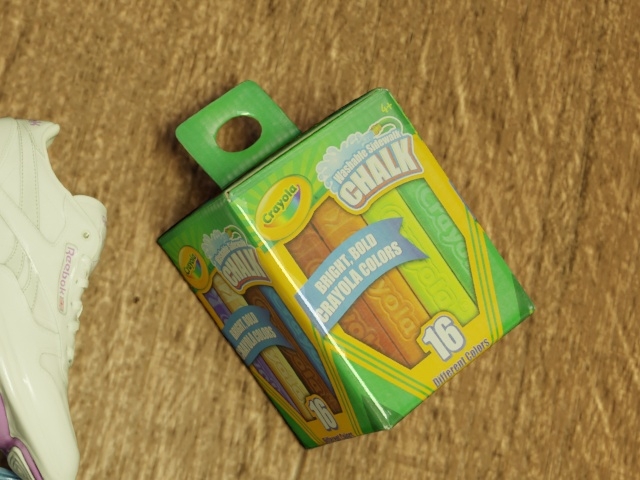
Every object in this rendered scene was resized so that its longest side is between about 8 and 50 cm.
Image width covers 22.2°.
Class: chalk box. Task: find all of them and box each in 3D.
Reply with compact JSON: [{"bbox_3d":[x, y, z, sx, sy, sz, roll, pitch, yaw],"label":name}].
[{"bbox_3d":[0.000,0.000,1.343,0.180,0.179,0.289,-37,95,-26],"label":"chalk box"}]

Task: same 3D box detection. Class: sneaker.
[{"bbox_3d":[-0.220,0.040,1.271,0.152,0.114,0.305,-13,81,-26],"label":"sneaker"}]

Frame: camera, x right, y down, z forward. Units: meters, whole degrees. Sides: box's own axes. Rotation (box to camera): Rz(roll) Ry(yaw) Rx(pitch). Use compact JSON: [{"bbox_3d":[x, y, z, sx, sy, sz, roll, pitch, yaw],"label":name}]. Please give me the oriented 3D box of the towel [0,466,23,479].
[{"bbox_3d":[-0.285,0.199,1.261,0.119,0.029,0.067,21,72,-18],"label":"towel"}]
